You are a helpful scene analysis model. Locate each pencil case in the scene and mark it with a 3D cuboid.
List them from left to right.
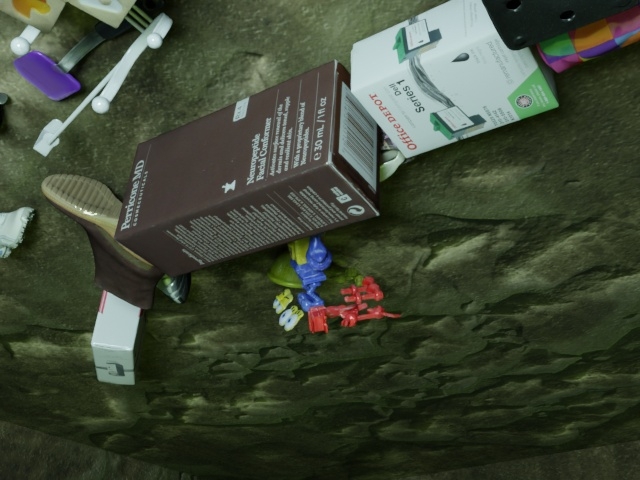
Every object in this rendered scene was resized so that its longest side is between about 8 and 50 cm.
[{"bbox_3d":[0.354,-0.275,0.787,0.236,0.104,0.104,-21,140,30],"label":"pencil case"}]

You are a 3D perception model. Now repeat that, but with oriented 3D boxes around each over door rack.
[{"bbox_3d":[-0.370,-0.240,0.873,0.324,0.108,0.239,-28,125,38],"label":"over door rack"}]

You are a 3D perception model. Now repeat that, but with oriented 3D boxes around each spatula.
[{"bbox_3d":[-0.308,-0.261,0.941,0.296,0.030,0.084,-21,135,34],"label":"spatula"}]

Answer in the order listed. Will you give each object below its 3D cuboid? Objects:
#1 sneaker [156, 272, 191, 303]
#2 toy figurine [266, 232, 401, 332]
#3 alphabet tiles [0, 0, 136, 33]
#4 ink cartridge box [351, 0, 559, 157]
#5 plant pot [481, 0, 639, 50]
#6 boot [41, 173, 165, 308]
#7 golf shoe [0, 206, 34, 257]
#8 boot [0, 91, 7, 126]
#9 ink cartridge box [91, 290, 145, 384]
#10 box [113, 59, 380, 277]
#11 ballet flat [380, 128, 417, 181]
[{"bbox_3d":[-0.344,0.039,1.386,0.132,0.086,0.229,1,138,14],"label":"sneaker"},{"bbox_3d":[0.000,0.000,1.237,0.191,0.217,0.362,-7,-167,-8],"label":"toy figurine"},{"bbox_3d":[-0.307,-0.335,0.646,0.342,0.011,0.285,25,140,-29],"label":"alphabet tiles"},{"bbox_3d":[0.168,-0.211,0.907,0.219,0.093,0.160,-18,141,30],"label":"ink cartridge box"},{"bbox_3d":[0.214,-0.300,0.677,0.188,0.167,0.187,-17,149,27],"label":"plant pot"},{"bbox_3d":[-0.387,0.010,1.251,0.248,0.090,0.207,26,129,-3],"label":"boot"},{"bbox_3d":[-0.599,-0.023,1.323,0.086,0.069,0.176,32,138,-28],"label":"golf shoe"},{"bbox_3d":[-0.556,-0.166,1.087,0.137,0.077,0.198,10,149,-18],"label":"boot"},{"bbox_3d":[-0.447,0.211,1.583,0.092,0.159,0.218,9,148,-9],"label":"ink cartridge box"},{"bbox_3d":[-0.106,-0.095,1.037,0.381,0.191,0.143,-18,141,29],"label":"box"},{"bbox_3d":[0.060,-0.112,1.089,0.221,0.079,0.077,-24,139,37],"label":"ballet flat"}]
